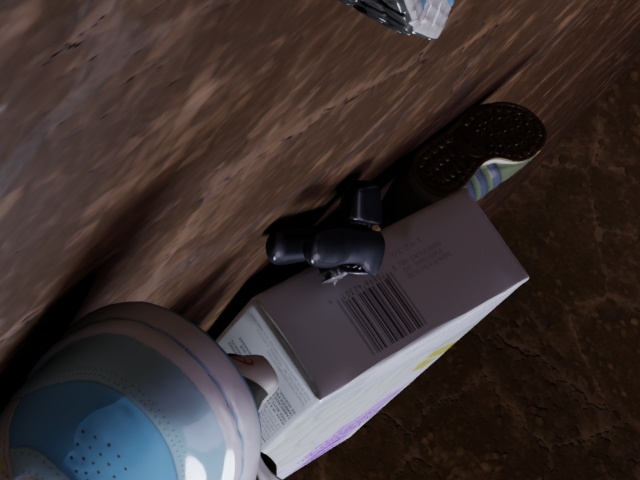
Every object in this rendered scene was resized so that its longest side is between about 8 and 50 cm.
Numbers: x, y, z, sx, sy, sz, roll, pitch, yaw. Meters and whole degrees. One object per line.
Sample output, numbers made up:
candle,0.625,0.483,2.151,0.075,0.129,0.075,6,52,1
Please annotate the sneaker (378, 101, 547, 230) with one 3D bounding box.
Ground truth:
sneaker,0.114,-0.057,1.436,0.192,0.064,0.086,-29,166,-48

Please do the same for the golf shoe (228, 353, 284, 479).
golf shoe,-0.069,0.199,1.081,0.120,0.105,0.273,-21,125,-28

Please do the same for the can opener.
can opener,0.000,0.000,1.146,0.059,0.073,0.186,-5,-176,18

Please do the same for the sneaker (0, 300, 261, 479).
sneaker,-0.157,0.171,0.786,0.208,0.127,0.319,-47,177,-46

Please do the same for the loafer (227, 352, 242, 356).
loafer,-0.136,0.153,1.197,0.267,0.084,0.096,-48,-145,42

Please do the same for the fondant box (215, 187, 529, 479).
fondant box,-0.010,0.111,1.373,0.238,0.096,0.330,-27,168,-37

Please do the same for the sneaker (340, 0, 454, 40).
sneaker,0.019,-0.107,0.513,0.073,0.063,0.162,-63,175,10
